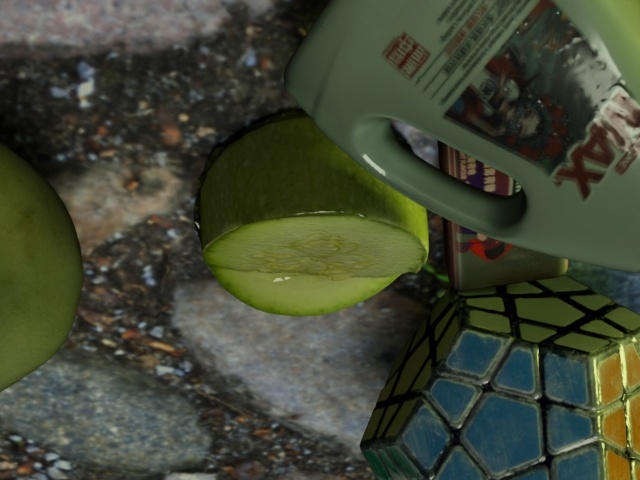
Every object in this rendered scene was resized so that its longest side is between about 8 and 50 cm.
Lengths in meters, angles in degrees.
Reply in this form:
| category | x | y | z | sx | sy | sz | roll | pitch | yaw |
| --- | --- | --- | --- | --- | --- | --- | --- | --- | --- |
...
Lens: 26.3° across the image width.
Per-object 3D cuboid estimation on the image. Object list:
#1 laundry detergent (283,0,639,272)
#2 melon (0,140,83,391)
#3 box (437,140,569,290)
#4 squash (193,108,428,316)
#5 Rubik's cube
| category | x | y | z | sx | sy | sz | roll | pitch | yaw |
| --- | --- | --- | --- | --- | --- | --- | --- | --- | --- |
| laundry detergent | 0.186 | -0.086 | 1.056 | 0.398 | 0.125 | 0.264 | 40 | 120 | -1 |
| melon | -0.343 | 0.011 | 1.106 | 0.308 | 0.272 | 0.272 | -5 | 136 | -33 |
| box | 0.165 | -0.056 | 1.231 | 0.120 | 0.069 | 0.224 | -10 | 133 | 1 |
| squash | -0.004 | 0.000 | 1.229 | 0.220 | 0.133 | 0.220 | -5 | 138 | -4 |
| Rubik's cube | 0.199 | 0.185 | 1.308 | 0.319 | 0.319 | 0.264 | -23 | 165 | 13 |
